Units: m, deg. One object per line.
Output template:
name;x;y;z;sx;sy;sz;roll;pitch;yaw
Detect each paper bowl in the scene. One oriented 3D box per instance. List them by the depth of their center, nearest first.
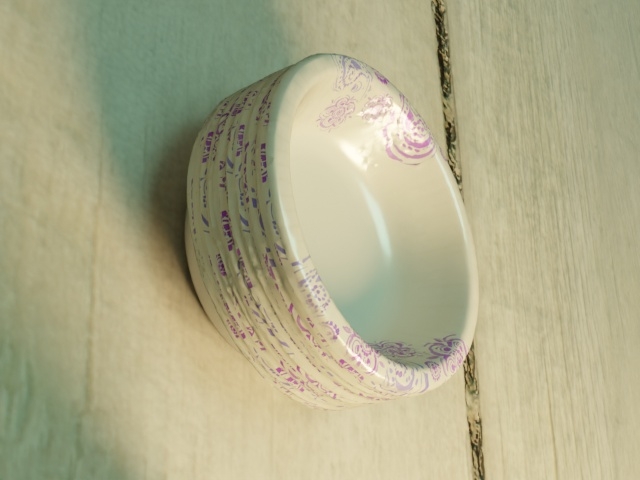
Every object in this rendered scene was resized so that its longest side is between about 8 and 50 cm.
paper bowl;0.000;0.000;0.860;0.284;0.148;0.284;27;54;-45
